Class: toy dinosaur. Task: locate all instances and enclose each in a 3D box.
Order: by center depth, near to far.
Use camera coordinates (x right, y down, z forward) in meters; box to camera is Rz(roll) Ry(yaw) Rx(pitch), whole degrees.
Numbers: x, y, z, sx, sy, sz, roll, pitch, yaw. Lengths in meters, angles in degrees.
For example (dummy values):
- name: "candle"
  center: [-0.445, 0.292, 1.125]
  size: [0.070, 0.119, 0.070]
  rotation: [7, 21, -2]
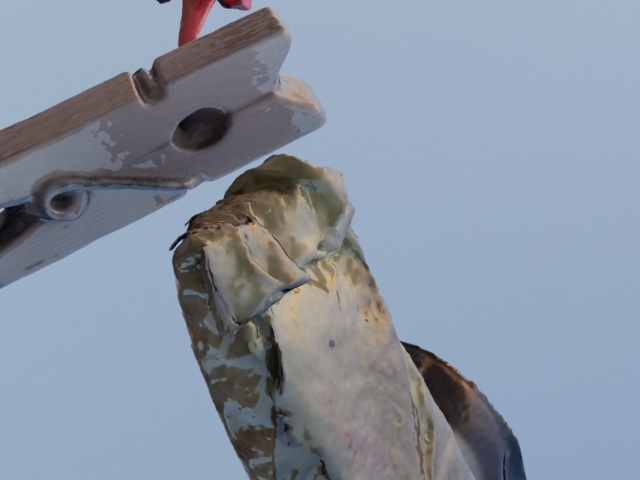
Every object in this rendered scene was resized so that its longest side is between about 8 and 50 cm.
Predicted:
- name: "toy dinosaur"
  center: [-0.136, -0.257, 1.774]
  size: [0.139, 0.070, 0.286]
  rotation: [2, -110, 33]

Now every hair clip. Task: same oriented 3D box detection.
- name: "hair clip"
  center: [-0.162, -0.060, 1.298]
  size: [0.331, 0.101, 0.085]
  rotation: [-27, -155, -2]

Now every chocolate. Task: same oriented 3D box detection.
- name: "chocolate"
  center: [0.053, 0.249, 1.887]
  size: [0.283, 0.283, 0.186]
  rotation: [0, -138, 46]

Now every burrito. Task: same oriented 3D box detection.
- name: "burrito"
  center: [0.002, 0.107, 1.181]
  size: [0.107, 0.347, 0.175]
  rotation: [2, -141, 41]
